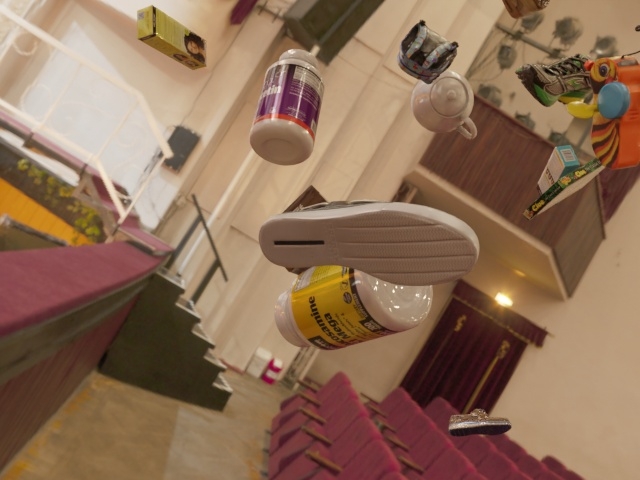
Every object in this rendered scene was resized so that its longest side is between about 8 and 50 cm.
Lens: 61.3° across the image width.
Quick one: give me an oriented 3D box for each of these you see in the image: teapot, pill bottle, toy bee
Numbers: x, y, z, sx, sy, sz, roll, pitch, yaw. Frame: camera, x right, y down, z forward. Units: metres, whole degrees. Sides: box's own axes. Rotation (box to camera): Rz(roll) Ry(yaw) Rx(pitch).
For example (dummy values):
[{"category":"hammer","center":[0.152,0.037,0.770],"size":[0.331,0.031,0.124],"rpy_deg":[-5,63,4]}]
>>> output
[{"category":"teapot","center":[0.468,-0.521,2.015],"size":[0.256,0.252,0.187],"rpy_deg":[9,5,-5]},{"category":"pill bottle","center":[-0.089,-0.389,1.554],"size":[0.181,0.323,0.181],"rpy_deg":[7,-28,4]},{"category":"pill bottle","center":[0.052,0.124,1.123],"size":[0.188,0.188,0.334],"rpy_deg":[33,-37,-24]},{"category":"toy bee","center":[0.604,-0.305,1.090],"size":[0.195,0.298,0.162],"rpy_deg":[11,24,-19]}]

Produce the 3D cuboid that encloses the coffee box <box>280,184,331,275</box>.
[{"category":"coffee box","center":[0.000,0.000,1.300],"size":[0.119,0.168,0.297],"rpy_deg":[49,5,20]}]

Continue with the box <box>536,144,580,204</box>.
[{"category":"box","center":[0.902,-0.242,2.062],"size":[0.060,0.100,0.244],"rpy_deg":[-7,-32,-2]}]

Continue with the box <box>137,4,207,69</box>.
[{"category":"box","center":[-0.413,-0.567,1.527],"size":[0.058,0.087,0.232],"rpy_deg":[-6,-6,26]}]

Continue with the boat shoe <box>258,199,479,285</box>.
[{"category":"boat shoe","center":[0.071,-0.018,0.810],"size":[0.335,0.121,0.119],"rpy_deg":[6,28,25]}]

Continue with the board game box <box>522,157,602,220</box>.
[{"category":"board game box","center":[0.612,-0.138,1.322],"size":[0.030,0.260,0.136],"rpy_deg":[52,-35,19]}]

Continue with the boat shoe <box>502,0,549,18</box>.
[{"category":"boat shoe","center":[0.446,-0.711,1.365],"size":[0.341,0.121,0.110],"rpy_deg":[48,-25,-21]}]

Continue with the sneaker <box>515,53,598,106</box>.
[{"category":"sneaker","center":[0.683,-0.474,1.530],"size":[0.343,0.146,0.134],"rpy_deg":[-12,63,-37]}]

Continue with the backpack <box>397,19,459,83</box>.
[{"category":"backpack","center":[0.296,-0.529,1.568],"size":[0.158,0.173,0.117],"rpy_deg":[34,-35,2]}]

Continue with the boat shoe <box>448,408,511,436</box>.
[{"category":"boat shoe","center":[0.474,0.540,1.617],"size":[0.183,0.066,0.066],"rpy_deg":[-9,-50,18]}]
